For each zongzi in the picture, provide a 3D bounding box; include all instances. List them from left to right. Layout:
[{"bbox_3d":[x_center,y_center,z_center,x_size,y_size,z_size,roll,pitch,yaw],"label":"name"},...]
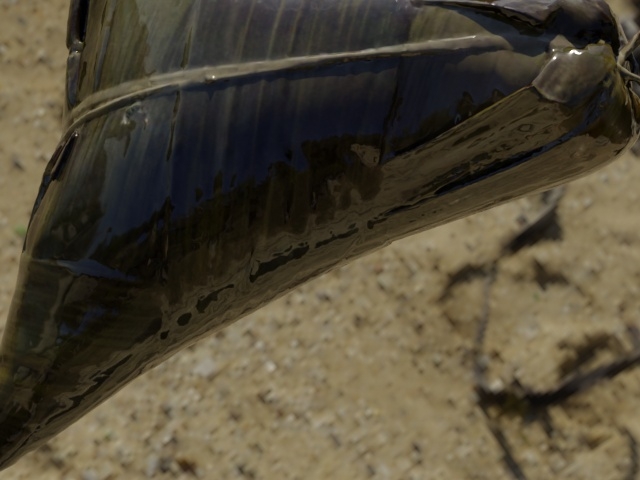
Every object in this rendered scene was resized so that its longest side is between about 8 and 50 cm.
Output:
[{"bbox_3d":[0.000,0.000,0.523,0.084,0.187,0.184,56,45,-63],"label":"zongzi"}]
